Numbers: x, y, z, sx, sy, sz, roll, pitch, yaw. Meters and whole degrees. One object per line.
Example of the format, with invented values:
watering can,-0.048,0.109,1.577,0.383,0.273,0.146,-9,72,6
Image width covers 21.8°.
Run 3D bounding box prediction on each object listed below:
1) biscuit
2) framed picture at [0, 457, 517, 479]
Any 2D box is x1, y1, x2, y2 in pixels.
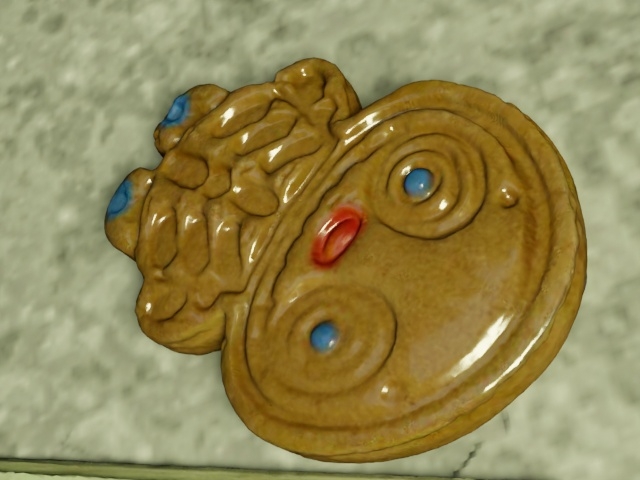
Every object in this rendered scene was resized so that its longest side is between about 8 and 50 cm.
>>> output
biscuit,0.000,0.000,0.508,0.175,0.026,0.124,22,77,39
framed picture,-0.069,0.163,0.467,0.273,0.016,0.216,-3,63,32
